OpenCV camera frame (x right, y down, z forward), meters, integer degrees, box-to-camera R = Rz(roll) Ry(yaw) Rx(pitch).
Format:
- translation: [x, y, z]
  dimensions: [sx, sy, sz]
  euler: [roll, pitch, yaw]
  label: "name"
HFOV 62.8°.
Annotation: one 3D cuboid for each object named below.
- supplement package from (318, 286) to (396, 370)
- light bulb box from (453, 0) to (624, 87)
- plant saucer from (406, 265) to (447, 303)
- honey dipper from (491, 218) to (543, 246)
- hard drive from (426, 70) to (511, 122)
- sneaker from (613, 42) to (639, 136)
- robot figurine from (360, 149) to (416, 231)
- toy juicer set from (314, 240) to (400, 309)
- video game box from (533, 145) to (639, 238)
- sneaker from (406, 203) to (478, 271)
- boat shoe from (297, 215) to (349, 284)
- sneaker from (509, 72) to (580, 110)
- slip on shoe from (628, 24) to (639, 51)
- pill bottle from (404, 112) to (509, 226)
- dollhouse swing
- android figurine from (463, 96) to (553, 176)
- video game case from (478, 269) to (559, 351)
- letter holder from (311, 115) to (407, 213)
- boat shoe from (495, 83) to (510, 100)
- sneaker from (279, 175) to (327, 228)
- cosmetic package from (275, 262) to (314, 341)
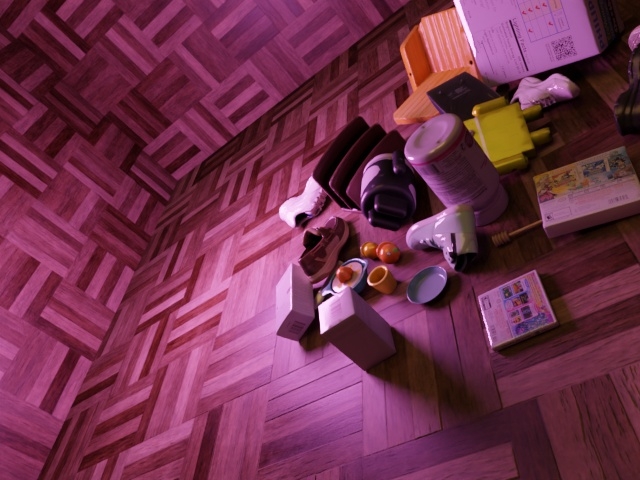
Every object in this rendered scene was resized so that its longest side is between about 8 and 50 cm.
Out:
- translation: [0.091, 0.221, 1.304]
  dimensions: [0.105, 0.179, 0.105]
  euler: [-36, 30, 18]
  label: "supplement package"
- translation: [0.633, -0.693, 1.550]
  dimensions: [0.361, 0.357, 0.225]
  euler: [-4, 30, 50]
  label: "light bulb box"
- translation: [0.279, 0.119, 1.355]
  dimensions: [0.119, 0.021, 0.119]
  euler: [-33, 30, 22]
  label: "plant saucer"
- translation: [0.492, -0.028, 1.257]
  dimensions: [0.161, 0.030, 0.030]
  euler: [-26, 34, 27]
  label: "honey dipper"
- translation: [0.466, -0.414, 1.632]
  dimensions: [0.172, 0.054, 0.254]
  euler: [-30, 56, -8]
  label: "hard drive"
- translation: [0.795, -0.368, 1.239]
  dimensions: [0.130, 0.109, 0.286]
  euler: [4, 64, 47]
  label: "sneaker"
- translation: [0.209, -0.154, 1.645]
  dimensions: [0.209, 0.173, 0.278]
  euler: [-26, 34, 29]
  label: "robot figurine"
- translation: [0.093, 0.085, 1.577]
  dimensions: [0.329, 0.089, 0.209]
  euler: [-19, 38, 41]
  label: "toy juicer set"
- translation: [0.598, -0.108, 1.179]
  dimensions: [0.205, 0.048, 0.187]
  euler: [-19, 40, 29]
  label: "video game box"
- translation: [0.311, 0.019, 1.371]
  dimensions: [0.256, 0.094, 0.151]
  euler: [141, 129, -60]
  label: "sneaker"
- translation: [0.000, 0.000, 1.739]
  dimensions: [0.123, 0.123, 0.342]
  euler: [-33, 20, 34]
  label: "boat shoe"
- translation: [0.641, -0.407, 1.512]
  dimensions: [0.115, 0.090, 0.232]
  euler: [-54, 19, -1]
  label: "sneaker"
- translation: [0.922, -0.532, 1.258]
  dimensions: [0.101, 0.123, 0.331]
  euler: [-49, 23, -14]
  label: "slip on shoe"
- translation: [0.358, -0.174, 1.355]
  dimensions: [0.160, 0.283, 0.160]
  euler: [-33, 31, 23]
  label: "pill bottle"
- translation: [0.401, -0.638, 1.928]
  dimensions: [0.305, 0.315, 0.347]
  euler: [-33, 24, -21]
  label: "dollhouse swing"
- translation: [0.493, -0.288, 1.472]
  dimensions: [0.273, 0.056, 0.248]
  euler: [-15, 61, 20]
  label: "android figurine"
- translation: [0.421, 0.149, 1.129]
  dimensions: [0.143, 0.019, 0.157]
  euler: [-31, 31, 25]
  label: "video game case"
- translation: [0.143, -0.278, 1.852]
  dimensions: [0.301, 0.214, 0.152]
  euler: [-53, 29, -13]
  label: "letter holder"
- translation: [0.567, -0.434, 1.681]
  dimensions: [0.056, 0.048, 0.153]
  euler: [15, 68, 30]
  label: "boat shoe"
- translation: [-0.025, -0.159, 2.070]
  dimensions: [0.297, 0.111, 0.129]
  euler: [-46, 44, 7]
  label: "sneaker"
- translation: [-0.083, 0.190, 1.647]
  dimensions: [0.117, 0.086, 0.231]
  euler: [-57, 22, 27]
  label: "cosmetic package"
